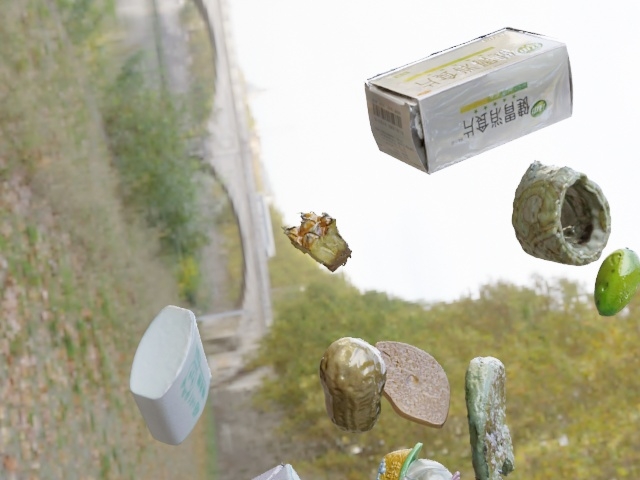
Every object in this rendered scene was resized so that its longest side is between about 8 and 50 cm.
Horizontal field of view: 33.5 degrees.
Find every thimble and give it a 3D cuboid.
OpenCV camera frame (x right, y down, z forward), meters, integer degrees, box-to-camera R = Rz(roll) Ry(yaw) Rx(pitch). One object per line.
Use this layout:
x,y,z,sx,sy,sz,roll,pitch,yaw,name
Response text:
0.432,-0.051,1.919,0.143,0.138,0.190,-163,-115,-68,thimble

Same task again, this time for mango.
0.721,0.102,2.575,0.119,0.100,0.178,35,76,-46,mango

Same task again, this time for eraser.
-0.289,0.268,2.070,0.290,0.104,0.189,89,23,-62,eraser

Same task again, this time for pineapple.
0.000,0.000,1.715,0.116,0.069,0.137,43,-7,-11,pineapple

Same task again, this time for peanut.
0.056,0.245,1.772,0.236,0.110,0.120,82,-11,-52,peanut

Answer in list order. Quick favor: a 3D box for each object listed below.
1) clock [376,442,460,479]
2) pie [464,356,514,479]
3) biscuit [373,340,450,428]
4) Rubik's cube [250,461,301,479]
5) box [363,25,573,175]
0.167,0.471,1.875,0.103,0.144,0.230,-9,107,-67,clock
0.355,0.385,2.231,0.302,0.067,0.302,-4,90,-70,pie
0.188,0.291,2.187,0.220,0.142,0.029,47,-28,20,biscuit
-0.090,0.571,1.861,0.224,0.221,0.231,59,7,-31,Rubik's cube
0.257,-0.248,1.855,0.173,0.333,0.145,33,-39,57,box
